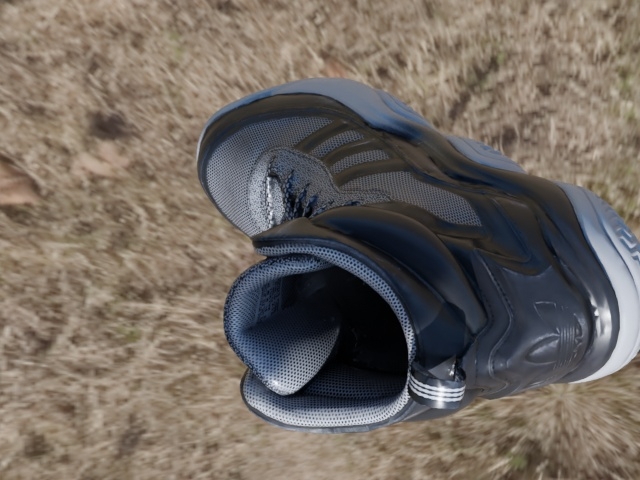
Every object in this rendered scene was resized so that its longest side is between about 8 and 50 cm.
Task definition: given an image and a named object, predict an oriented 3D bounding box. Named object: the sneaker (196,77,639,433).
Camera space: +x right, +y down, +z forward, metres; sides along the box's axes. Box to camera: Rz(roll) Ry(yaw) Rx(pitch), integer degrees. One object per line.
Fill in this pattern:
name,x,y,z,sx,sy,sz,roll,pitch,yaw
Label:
sneaker,0.000,0.000,0.618,0.268,0.153,0.101,25,121,41
